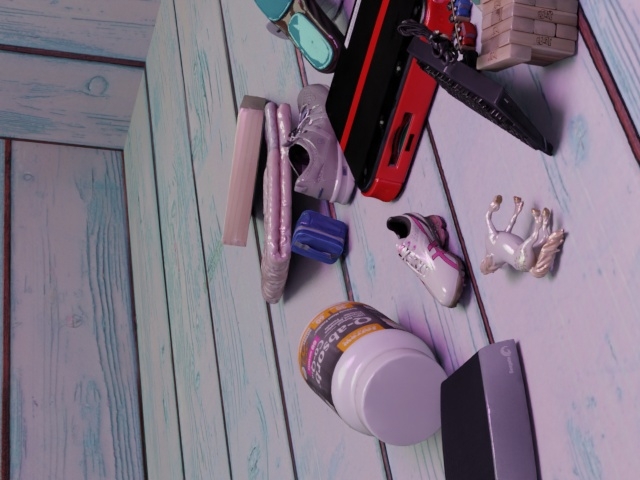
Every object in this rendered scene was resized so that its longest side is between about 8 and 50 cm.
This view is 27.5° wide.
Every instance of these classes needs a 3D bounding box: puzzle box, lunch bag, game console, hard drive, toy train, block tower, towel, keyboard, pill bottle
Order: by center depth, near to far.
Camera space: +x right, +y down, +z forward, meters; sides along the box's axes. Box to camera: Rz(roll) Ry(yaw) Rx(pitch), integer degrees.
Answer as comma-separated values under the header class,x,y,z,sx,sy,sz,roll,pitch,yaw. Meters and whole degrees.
class,x,y,z,sx,sy,sz,roll,pitch,yaw
block tower,0.259,-0.374,1.599,0.091,0.097,0.335,169,107,-71
hard drive,0.208,0.268,1.644,0.172,0.054,0.254,127,144,-58
keyboard,0.176,-0.209,1.680,0.033,0.201,0.317,-44,25,2
toy train,0.203,-0.290,1.847,0.036,0.027,0.158,127,143,-53
pill bottle,0.077,0.192,1.893,0.278,0.162,0.162,-151,67,-70
game console,0.107,-0.292,2.102,0.342,0.060,0.386,-108,30,-53
lunch bag,0.000,0.000,2.286,0.067,0.098,0.065,117,170,-53
towel,-0.087,-0.066,2.510,0.332,0.053,0.317,101,169,-74
puzzle box,-0.155,-0.155,2.697,0.409,0.052,0.272,-98,16,-79

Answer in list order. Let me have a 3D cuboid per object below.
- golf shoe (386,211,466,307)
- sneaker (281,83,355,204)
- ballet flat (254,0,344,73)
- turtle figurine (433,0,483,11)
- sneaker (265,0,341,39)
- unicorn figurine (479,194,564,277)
class,x,y,z,sx,sy,sz,roll,pitch,yaw
golf shoe,0.146,0.030,1.847,0.186,0.086,0.067,-111,33,-51
sneaker,-0.014,-0.186,2.337,0.281,0.115,0.105,-104,26,-44
ballet flat,-0.039,-0.411,2.356,0.095,0.096,0.280,-43,75,34
turtle figurine,0.208,-0.401,1.739,0.234,0.118,0.175,-95,20,-43
sneaker,-0.031,-0.463,2.507,0.258,0.094,0.091,-9,57,62
unicorn figurine,0.236,0.003,1.617,0.162,0.060,0.111,-134,52,-67
